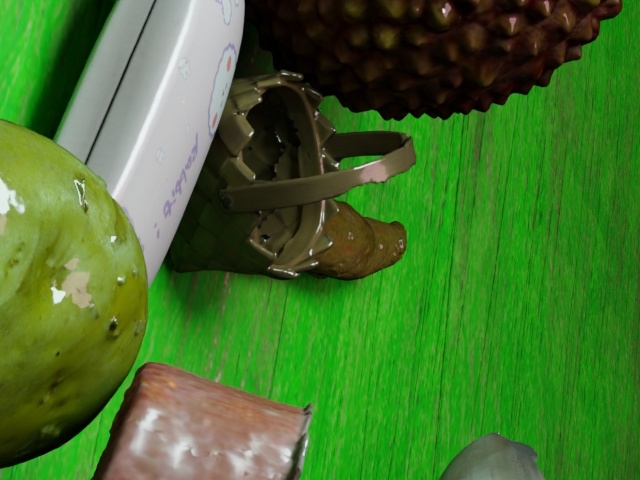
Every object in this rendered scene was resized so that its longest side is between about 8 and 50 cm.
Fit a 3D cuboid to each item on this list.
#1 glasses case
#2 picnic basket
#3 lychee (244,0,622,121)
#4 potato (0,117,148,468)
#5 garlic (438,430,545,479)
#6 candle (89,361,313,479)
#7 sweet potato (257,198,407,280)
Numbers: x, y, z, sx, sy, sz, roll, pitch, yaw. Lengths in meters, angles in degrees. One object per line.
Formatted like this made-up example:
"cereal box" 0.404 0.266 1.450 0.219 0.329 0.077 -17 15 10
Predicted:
"glasses case" -0.115 -0.062 1.233 0.113 0.075 0.297 75 33 -61
"picnic basket" -0.021 -0.045 1.345 0.128 0.178 0.138 -42 125 -57
"lychee" 0.069 -0.233 1.391 0.330 0.306 0.306 76 21 -60
"potato" -0.183 0.027 0.997 0.186 0.148 0.253 -43 158 -18
"garlic" 0.149 0.280 1.621 0.237 0.210 0.292 19 45 -49
"candle" -0.113 0.205 1.104 0.287 0.131 0.317 -80 -168 -79
"sweet potato" 0.000 0.000 1.531 0.274 0.067 0.067 0 87 -60
